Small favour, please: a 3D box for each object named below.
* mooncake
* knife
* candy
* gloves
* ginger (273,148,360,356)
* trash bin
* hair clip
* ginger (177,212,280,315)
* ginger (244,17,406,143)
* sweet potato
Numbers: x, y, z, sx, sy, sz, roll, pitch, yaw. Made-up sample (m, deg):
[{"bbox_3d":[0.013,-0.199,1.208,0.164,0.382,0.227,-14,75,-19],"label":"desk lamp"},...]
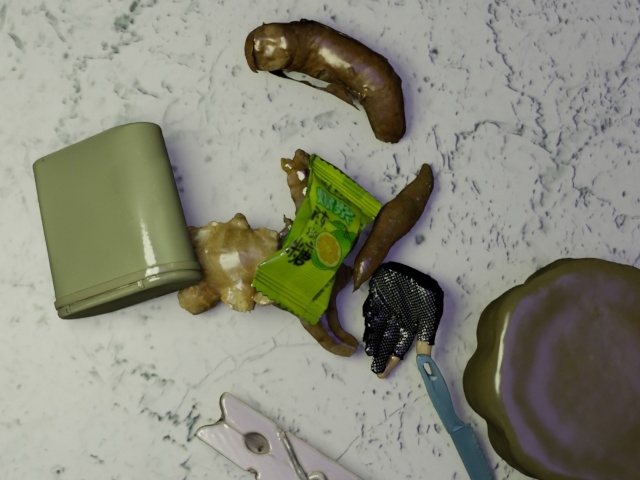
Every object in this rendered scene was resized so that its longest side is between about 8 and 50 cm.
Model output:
[{"bbox_3d":[0.419,0.217,1.296,0.378,0.201,0.379,1,82,-5],"label":"mooncake"},{"bbox_3d":[0.229,0.314,1.303,0.044,0.019,0.313,-27,103,-6],"label":"knife"},{"bbox_3d":[0.000,0.000,1.222,0.149,0.069,0.246,36,71,-25],"label":"candy"},{"bbox_3d":[0.124,0.138,1.311,0.129,0.106,0.181,17,106,-13],"label":"gloves"},{"bbox_3d":[-0.014,0.018,1.304,0.166,0.080,0.333,4,87,-7],"label":"ginger"},{"bbox_3d":[-0.312,-0.027,1.203,0.243,0.121,0.248,-17,83,23],"label":"trash bin"},{"bbox_3d":[-0.040,0.364,1.251,0.330,0.085,0.101,33,77,2],"label":"hair clip"},{"bbox_3d":[-0.159,0.040,1.254,0.216,0.102,0.157,-7,85,18],"label":"ginger"},{"bbox_3d":[0.023,-0.284,1.334,0.309,0.107,0.133,23,66,-10],"label":"ginger"},{"bbox_3d":[0.119,-0.027,1.322,0.067,0.067,0.274,38,64,-3],"label":"sweet potato"}]
